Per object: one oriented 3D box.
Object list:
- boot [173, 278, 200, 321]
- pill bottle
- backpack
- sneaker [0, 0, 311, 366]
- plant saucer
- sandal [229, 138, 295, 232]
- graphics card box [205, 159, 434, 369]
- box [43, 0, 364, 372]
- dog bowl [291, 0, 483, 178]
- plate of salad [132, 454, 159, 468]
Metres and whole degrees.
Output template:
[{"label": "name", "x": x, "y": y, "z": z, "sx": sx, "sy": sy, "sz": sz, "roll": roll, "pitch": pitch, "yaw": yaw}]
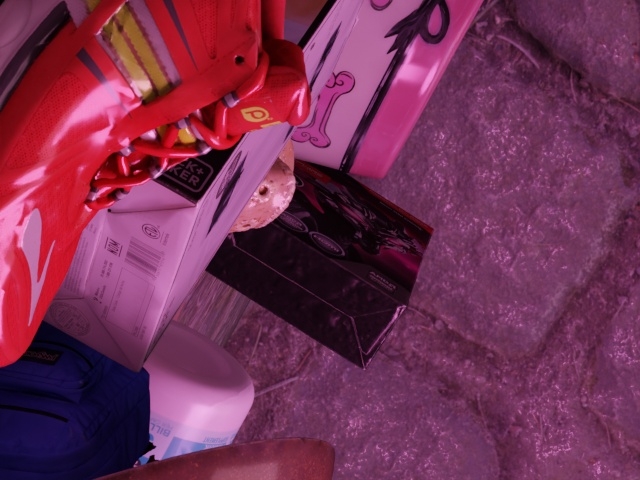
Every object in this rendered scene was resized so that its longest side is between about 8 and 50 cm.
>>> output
[{"label": "boot", "x": -0.146, "y": 0.045, "z": 1.331, "sx": 0.118, "sy": 0.042, "sz": 0.087, "roll": -60, "pitch": 172, "yaw": -72}, {"label": "pill bottle", "x": -0.174, "y": 0.201, "z": 1.146, "sx": 0.264, "sy": 0.146, "sz": 0.146, "roll": -62, "pitch": 178, "yaw": 12}, {"label": "backpack", "x": -0.166, "y": 0.109, "z": 0.815, "sx": 0.120, "sy": 0.098, "sz": 0.101, "roll": -58, "pitch": 148, "yaw": -60}, {"label": "sneaker", "x": -0.064, "y": -0.063, "z": 0.532, "sx": 0.279, "sy": 0.118, "sz": 0.107, "roll": -61, "pitch": 178, "yaw": 6}, {"label": "plant saucer", "x": -0.129, "y": 0.199, "z": 0.814, "sx": 0.311, "sy": 0.050, "sz": 0.310, "roll": -20, "pitch": 161, "yaw": -7}, {"label": "sandal", "x": -0.049, "y": -0.047, "z": 0.953, "sx": 0.240, "sy": 0.079, "sz": 0.088, "roll": -18, "pitch": 114, "yaw": -67}, {"label": "graphics card box", "x": 0.000, "y": 0.000, "z": 1.574, "sx": 0.094, "sy": 0.233, "sz": 0.371, "roll": -57, "pitch": 179, "yaw": 17}, {"label": "box", "x": -0.061, "y": -0.086, "z": 0.797, "sx": 0.290, "sy": 0.087, "sz": 0.169, "roll": -59, "pitch": 177, "yaw": -39}, {"label": "dog bowl", "x": 0.086, "y": -0.246, "z": 1.520, "sx": 0.408, "sy": 0.150, "sz": 0.408, "roll": -62, "pitch": 178, "yaw": -3}, {"label": "plate of salad", "x": -0.171, "y": 0.172, "z": 0.901, "sx": 0.200, "sy": 0.200, "sz": 0.048, "roll": 100, "pitch": -22, "yaw": -85}]
